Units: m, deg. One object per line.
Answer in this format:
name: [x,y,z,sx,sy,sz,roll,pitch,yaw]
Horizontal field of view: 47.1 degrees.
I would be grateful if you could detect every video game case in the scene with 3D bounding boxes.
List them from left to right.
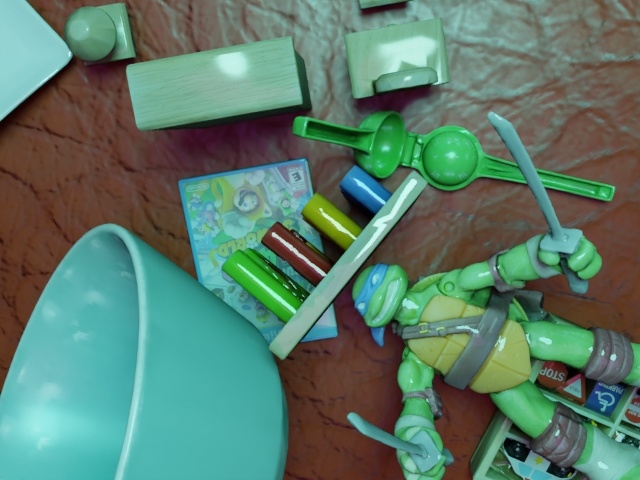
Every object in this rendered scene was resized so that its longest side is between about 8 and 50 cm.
video game case: [-0.056,0.016,0.672,0.119,0.015,0.166,-9,99,5]

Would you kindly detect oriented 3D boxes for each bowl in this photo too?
bowl: [-0.140,0.156,0.584,0.163,0.311,0.311,19,102,-33]

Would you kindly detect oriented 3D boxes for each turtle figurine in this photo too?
turtle figurine: [0.149,0.099,0.534,0.266,0.274,0.198,26,66,-3]

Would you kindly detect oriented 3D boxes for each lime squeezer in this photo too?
lime squeezer: [0.100,-0.076,0.610,0.310,0.110,0.059,9,83,-28]

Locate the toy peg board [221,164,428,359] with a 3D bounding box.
toy peg board: [0.000,0.000,0.585,0.079,0.161,0.160,39,91,4]

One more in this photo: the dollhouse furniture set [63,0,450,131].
dollhouse furniture set: [-0.073,-0.269,0.545,0.303,0.174,0.355,-8,99,4]

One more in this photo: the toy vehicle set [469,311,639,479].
toy vehicle set: [0.294,0.193,0.671,0.267,0.035,0.166,23,100,-1]

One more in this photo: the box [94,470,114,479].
box: [-0.259,0.309,0.719,0.159,0.044,0.233,27,100,-1]

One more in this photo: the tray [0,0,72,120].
tray: [-0.357,-0.212,0.634,0.145,0.030,0.270,-43,95,-4]
